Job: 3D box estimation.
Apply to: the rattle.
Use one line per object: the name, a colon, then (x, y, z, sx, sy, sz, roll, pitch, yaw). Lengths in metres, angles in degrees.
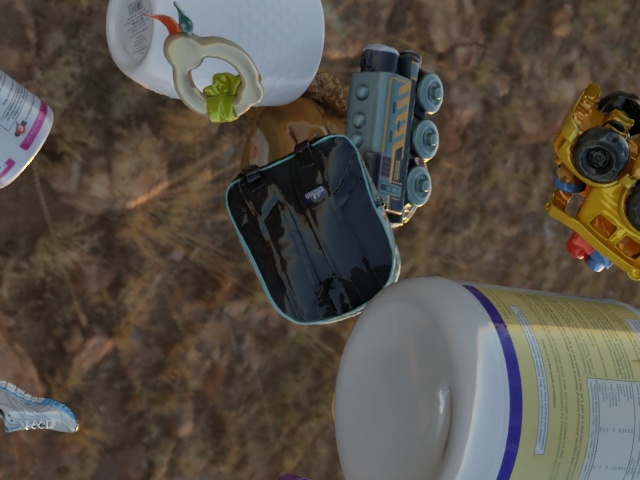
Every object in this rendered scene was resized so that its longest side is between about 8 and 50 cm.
rattle: (-0.158, -0.279, 1.622, 0.200, 0.130, 0.143, 47, 49, -19)

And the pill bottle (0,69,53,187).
pill bottle: (-0.565, -0.219, 1.734, 0.283, 0.160, 0.160, 38, 80, -29)

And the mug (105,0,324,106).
mug: (-0.235, -0.384, 2.087, 0.328, 0.374, 0.276, -5, 98, -41)

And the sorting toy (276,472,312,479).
sorting toy: (-0.070, 0.502, 1.549, 0.127, 0.126, 0.366, 38, 71, -38)

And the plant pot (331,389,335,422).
plant pot: (0.131, 0.304, 2.186, 0.205, 0.205, 0.188, -64, 177, 6)

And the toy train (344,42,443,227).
toy train: (0.121, -0.194, 2.085, 0.190, 0.142, 0.334, 11, 85, -51)

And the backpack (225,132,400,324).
backpack: (0.000, 0.000, 1.259, 0.165, 0.188, 0.144, -25, 167, 2)

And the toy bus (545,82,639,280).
toy bus: (0.363, -0.058, 1.444, 0.211, 0.220, 0.149, -52, 179, 41)

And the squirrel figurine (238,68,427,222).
squirrel figurine: (0.039, -0.195, 2.320, 0.370, 0.397, 0.281, 3, 152, -22)

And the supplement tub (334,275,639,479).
supplement tub: (0.206, 0.167, 1.101, 0.331, 0.241, 0.241, 8, 110, -30)

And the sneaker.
sneaker: (-0.550, 0.334, 2.142, 0.071, 0.190, 0.083, 102, 8, -46)
